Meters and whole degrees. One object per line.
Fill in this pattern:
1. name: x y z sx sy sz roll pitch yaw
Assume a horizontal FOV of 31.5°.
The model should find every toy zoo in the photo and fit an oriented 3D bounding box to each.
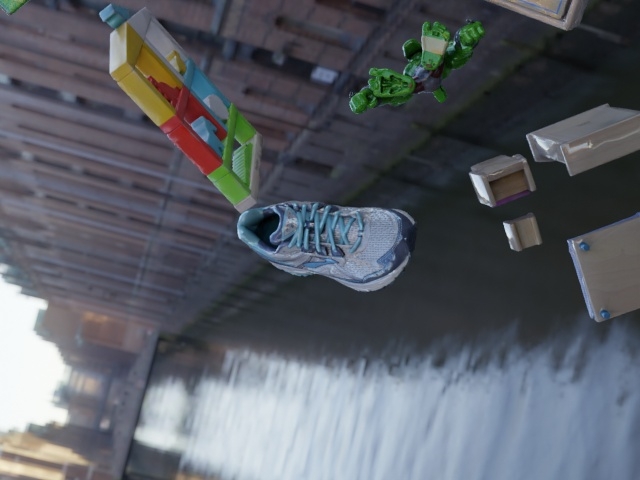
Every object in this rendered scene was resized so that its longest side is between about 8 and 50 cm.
1. toy zoo: -0.181 -0.188 1.474 0.030 0.293 0.192 -34 26 18

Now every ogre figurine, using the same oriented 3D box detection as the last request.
1. ogre figurine: 0.137 -0.231 1.552 0.197 0.097 0.118 -51 -11 11

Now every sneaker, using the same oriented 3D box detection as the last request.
1. sneaker: 0.000 0.000 1.485 0.283 0.122 0.110 -2 71 46

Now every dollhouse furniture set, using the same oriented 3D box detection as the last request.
1. dollhouse furniture set: 0.396 -0.017 1.684 0.198 0.286 0.303 -112 1 -80

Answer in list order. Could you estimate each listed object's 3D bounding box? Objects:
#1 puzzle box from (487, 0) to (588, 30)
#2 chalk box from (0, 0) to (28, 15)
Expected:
1. puzzle box: 0.268 -0.504 1.453 0.052 0.272 0.408 -33 -38 -55
2. chalk box: -0.322 -0.342 1.199 0.213 0.132 0.132 -32 31 27
